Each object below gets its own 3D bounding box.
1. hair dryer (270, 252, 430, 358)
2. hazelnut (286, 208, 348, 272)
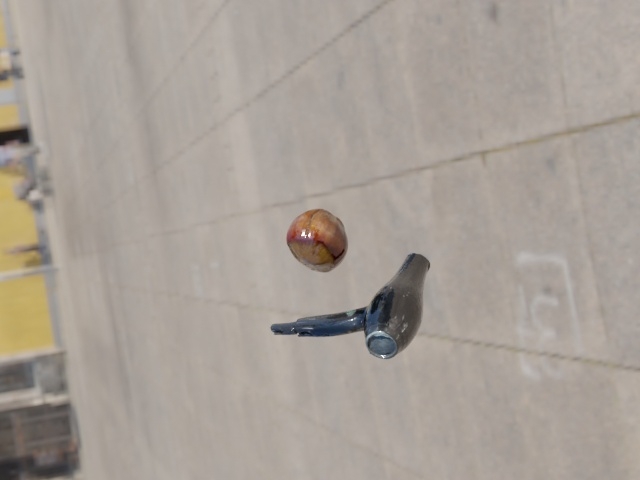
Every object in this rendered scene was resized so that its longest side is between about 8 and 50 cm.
[{"bbox_3d":[0.034,0.092,1.657,0.195,0.219,0.075,-62,-43,-55],"label":"hair dryer"},{"bbox_3d":[0.000,0.000,1.665,0.086,0.086,0.086,171,90,-77],"label":"hazelnut"}]
